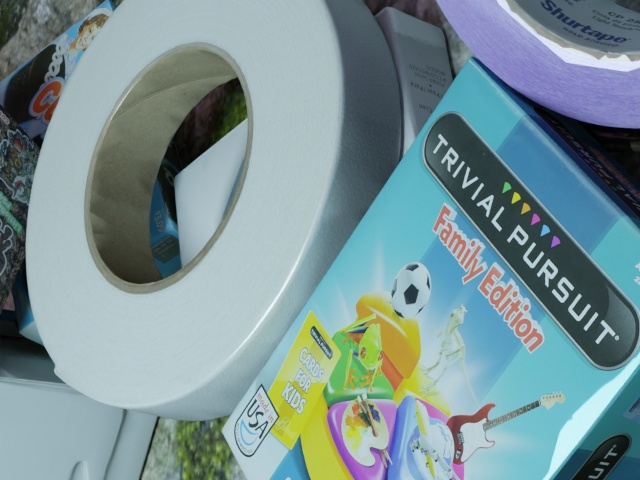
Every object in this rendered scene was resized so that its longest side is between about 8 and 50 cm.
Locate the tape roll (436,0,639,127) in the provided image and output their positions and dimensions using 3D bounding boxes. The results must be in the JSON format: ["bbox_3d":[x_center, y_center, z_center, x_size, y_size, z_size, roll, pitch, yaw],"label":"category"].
[{"bbox_3d":[0.190,-0.209,0.836,0.275,0.090,0.275,18,123,30],"label":"tape roll"}]

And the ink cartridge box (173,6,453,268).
[{"bbox_3d":[0.000,0.000,1.135,0.296,0.066,0.261,-35,54,40],"label":"ink cartridge box"}]

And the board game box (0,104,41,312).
[{"bbox_3d":[-0.403,0.020,1.271,0.232,0.141,0.291,-14,42,29],"label":"board game box"}]

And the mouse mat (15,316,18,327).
[{"bbox_3d":[-0.212,0.025,1.373,0.152,0.007,0.189,24,75,49],"label":"mouse mat"}]

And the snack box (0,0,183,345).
[{"bbox_3d":[-0.232,-0.070,1.385,0.187,0.060,0.322,-34,50,16],"label":"snack box"}]

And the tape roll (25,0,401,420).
[{"bbox_3d":[-0.101,-0.049,1.137,0.392,0.072,0.392,-19,62,40],"label":"tape roll"}]

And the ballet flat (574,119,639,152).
[{"bbox_3d":[0.172,-0.086,0.979,0.173,0.049,0.057,12,66,46],"label":"ballet flat"}]

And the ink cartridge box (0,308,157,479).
[{"bbox_3d":[-0.321,0.188,1.362,0.270,0.197,0.198,22,97,50],"label":"ink cartridge box"}]

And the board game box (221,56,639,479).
[{"bbox_3d":[0.089,0.090,0.910,0.336,0.079,0.254,-57,42,21],"label":"board game box"}]
